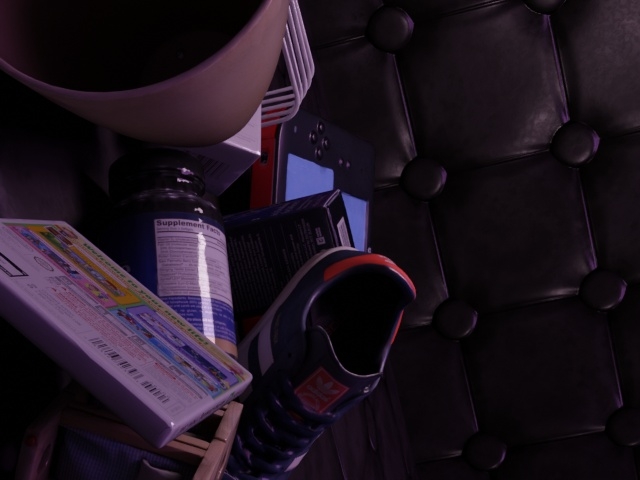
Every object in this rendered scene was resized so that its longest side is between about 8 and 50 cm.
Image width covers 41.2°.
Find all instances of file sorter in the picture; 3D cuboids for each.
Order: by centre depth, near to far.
[{"bbox_3d":[-0.115,-0.270,1.222,0.278,0.173,0.193,-78,155,-69],"label":"file sorter"}]

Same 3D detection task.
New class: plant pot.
[{"bbox_3d":[-0.133,-0.189,0.744,0.274,0.256,0.257,67,13,-75],"label":"plant pot"}]

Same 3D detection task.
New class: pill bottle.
[{"bbox_3d":[-0.146,0.031,0.796,0.123,0.122,0.219,57,22,-65],"label":"pill bottle"}]

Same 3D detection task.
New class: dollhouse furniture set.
[{"bbox_3d":[-0.152,0.213,0.641,0.129,0.129,0.184,-64,171,-74],"label":"dollhouse furniture set"}]

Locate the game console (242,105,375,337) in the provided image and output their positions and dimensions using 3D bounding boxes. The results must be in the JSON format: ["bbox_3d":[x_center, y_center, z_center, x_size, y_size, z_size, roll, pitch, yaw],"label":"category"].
[{"bbox_3d":[0.000,0.000,1.366,0.342,0.060,0.387,12,80,-56],"label":"game console"}]

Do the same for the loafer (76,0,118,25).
[{"bbox_3d":[-0.222,-0.236,0.886,0.220,0.080,0.078,0,101,-71],"label":"loafer"}]

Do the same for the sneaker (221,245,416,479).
[{"bbox_3d":[-0.030,0.151,0.810,0.131,0.350,0.148,37,-17,-21],"label":"sneaker"}]

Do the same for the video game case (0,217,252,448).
[{"bbox_3d":[-0.158,0.055,0.614,0.212,0.023,0.193,38,6,8],"label":"video game case"}]

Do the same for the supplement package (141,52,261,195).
[{"bbox_3d":[-0.138,-0.163,0.996,0.105,0.105,0.179,17,56,-30],"label":"supplement package"}]

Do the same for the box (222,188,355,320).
[{"bbox_3d":[-0.069,0.021,1.007,0.153,0.207,0.108,-59,136,-78],"label":"box"}]
